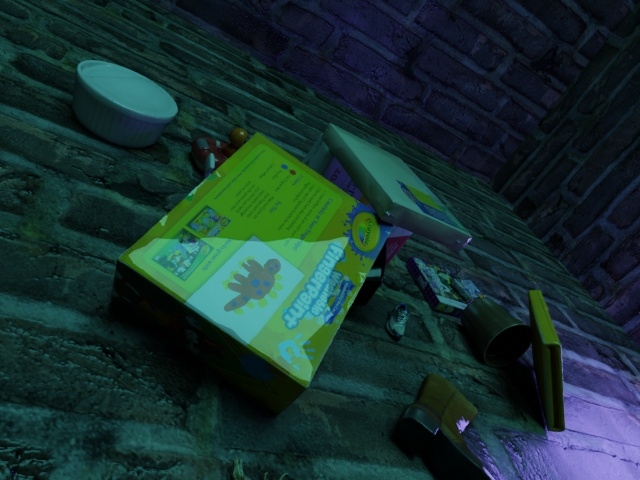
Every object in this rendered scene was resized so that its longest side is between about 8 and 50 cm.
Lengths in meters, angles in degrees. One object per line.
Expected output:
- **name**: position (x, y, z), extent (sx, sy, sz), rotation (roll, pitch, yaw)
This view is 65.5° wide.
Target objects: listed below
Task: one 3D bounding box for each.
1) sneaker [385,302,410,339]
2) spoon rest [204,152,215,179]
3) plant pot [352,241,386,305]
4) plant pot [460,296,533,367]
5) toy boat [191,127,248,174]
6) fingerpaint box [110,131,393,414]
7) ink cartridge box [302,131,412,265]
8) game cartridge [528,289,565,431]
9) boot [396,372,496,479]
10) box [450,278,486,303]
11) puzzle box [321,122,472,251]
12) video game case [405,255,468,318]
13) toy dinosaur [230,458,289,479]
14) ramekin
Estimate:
- **sneaker**: position (0.212, 0.212, 1.347), extent (0.052, 0.058, 0.135), rotation (31, 26, -8)
- **spoon rest**: position (-0.226, -0.157, 1.443), extent (0.277, 0.084, 0.137), rotation (26, 45, -40)
- **plant pot**: position (0.063, 0.063, 1.264), extent (0.188, 0.187, 0.166), rotation (5, 53, -17)
- **plant pot**: position (0.526, 0.271, 1.521), extent (0.167, 0.166, 0.165), rotation (19, 21, -30)
- **toy boat**: position (-0.264, -0.272, 1.508), extent (0.231, 0.151, 0.151), rotation (11, 35, -40)
- **fingerpaint box**: position (-0.108, 0.042, 0.986), extent (0.371, 0.163, 0.444), rotation (34, 47, -1)
- **ink cartridge box**: position (0.109, -0.118, 1.543), extent (0.385, 0.279, 0.160), rotation (21, 30, -25)
- **game cartridge**: position (0.658, 0.338, 1.456), extent (0.053, 0.285, 0.323), rotation (-5, 19, 19)
- **boot**: position (0.300, 0.432, 1.078), extent (0.264, 0.096, 0.280), rotation (35, 17, 19)
- **box**: position (0.511, 0.175, 1.711), extent (0.137, 0.027, 0.094), rotation (8, 36, -50)
- **puzzle box**: position (0.180, -0.144, 1.260), extent (0.272, 0.052, 0.408), rotation (20, 27, -33)
- **video game case**: position (0.417, 0.164, 1.692), extent (0.210, 0.041, 0.232), rotation (20, 29, -31)
- **toy dinosaur**: position (-0.069, 0.398, 0.717), extent (0.093, 0.053, 0.183), rotation (-8, 39, -34)
- **ramekin**: position (-0.544, -0.367, 1.367), extent (0.273, 0.127, 0.272), rotation (27, 27, -15)
